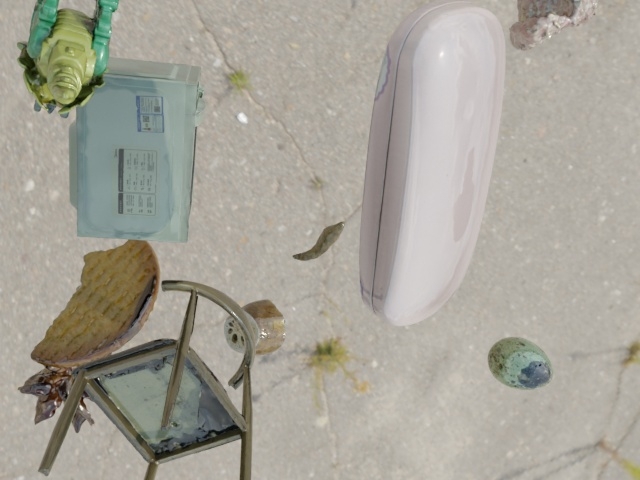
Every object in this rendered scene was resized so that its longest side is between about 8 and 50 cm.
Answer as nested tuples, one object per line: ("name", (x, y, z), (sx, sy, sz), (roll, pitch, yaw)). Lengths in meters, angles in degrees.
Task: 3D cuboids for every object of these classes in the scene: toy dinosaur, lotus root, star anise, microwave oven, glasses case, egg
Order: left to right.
("toy dinosaur", (-0.245, -0.187, 0.778), (0.094, 0.259, 0.153), (10, 101, -22))
("star anise", (-0.386, 0.210, 1.228), (0.168, 0.057, 0.168), (12, 74, -47))
("microwave oven", (-0.230, -0.117, 1.012), (0.162, 0.122, 0.208), (4, 112, -7))
("lotus root", (-0.138, 0.189, 1.687), (0.122, 0.112, 0.081), (-31, 166, 35))
("glasses case", (0.095, -0.057, 0.699), (0.113, 0.075, 0.297), (-19, 127, -35))
("egg", (0.331, 0.205, 1.322), (0.110, 0.085, 0.085), (28, 107, 9))

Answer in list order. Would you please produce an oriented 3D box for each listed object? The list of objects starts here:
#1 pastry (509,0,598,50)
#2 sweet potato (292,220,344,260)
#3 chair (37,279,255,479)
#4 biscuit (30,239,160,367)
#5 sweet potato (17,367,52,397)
("pastry", (0.281, -0.337, 0.940), (0.112, 0.103, 0.265), (17, 79, -33))
("sweet potato", (0.004, 0.005, 1.700), (0.041, 0.038, 0.153), (43, 123, -13))
("chair", (-0.174, 0.190, 0.917), (0.166, 0.272, 0.188), (-21, 119, 16))
("biscuit", (-0.332, 0.095, 1.187), (0.228, 0.176, 0.031), (-33, 144, -10))
("sweet potato", (-0.425, 0.224, 1.363), (0.226, 0.068, 0.068), (-31, 133, 26))
